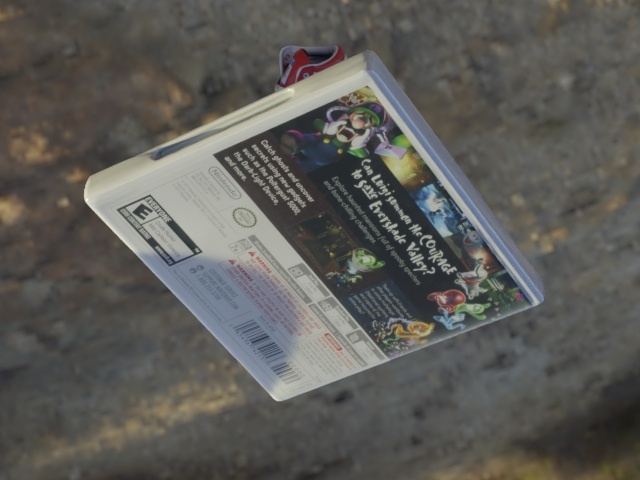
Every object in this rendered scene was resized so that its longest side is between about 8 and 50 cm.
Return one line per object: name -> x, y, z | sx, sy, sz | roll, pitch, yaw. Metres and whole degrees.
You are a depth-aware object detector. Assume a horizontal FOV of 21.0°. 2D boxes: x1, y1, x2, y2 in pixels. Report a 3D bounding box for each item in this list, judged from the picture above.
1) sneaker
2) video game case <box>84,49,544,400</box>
sneaker -> -0.027, -0.082, 1.114 | 0.118, 0.042, 0.067 | -32, 124, -7
video game case -> 0.000, 0.000, 0.913 | 0.173, 0.022, 0.190 | -22, 130, 23
